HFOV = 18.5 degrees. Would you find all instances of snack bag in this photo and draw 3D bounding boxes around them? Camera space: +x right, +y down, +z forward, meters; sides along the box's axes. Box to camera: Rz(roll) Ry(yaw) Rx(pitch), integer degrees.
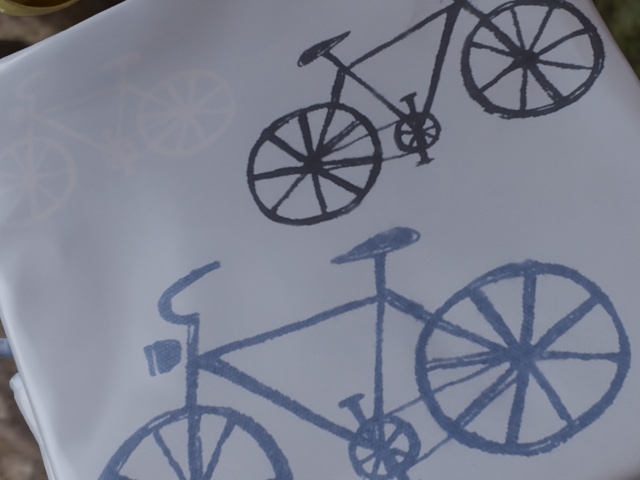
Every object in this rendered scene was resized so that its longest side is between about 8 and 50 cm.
[{"bbox_3d":[0.000,0.000,0.879,0.342,0.323,0.037,66,-176,27],"label":"snack bag"}]

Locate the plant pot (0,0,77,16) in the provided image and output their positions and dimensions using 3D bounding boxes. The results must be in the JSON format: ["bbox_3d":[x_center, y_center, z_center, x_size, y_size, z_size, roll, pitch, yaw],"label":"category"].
[{"bbox_3d":[-0.275,-0.258,1.788,0.134,0.095,0.134,6,-106,-24],"label":"plant pot"}]
